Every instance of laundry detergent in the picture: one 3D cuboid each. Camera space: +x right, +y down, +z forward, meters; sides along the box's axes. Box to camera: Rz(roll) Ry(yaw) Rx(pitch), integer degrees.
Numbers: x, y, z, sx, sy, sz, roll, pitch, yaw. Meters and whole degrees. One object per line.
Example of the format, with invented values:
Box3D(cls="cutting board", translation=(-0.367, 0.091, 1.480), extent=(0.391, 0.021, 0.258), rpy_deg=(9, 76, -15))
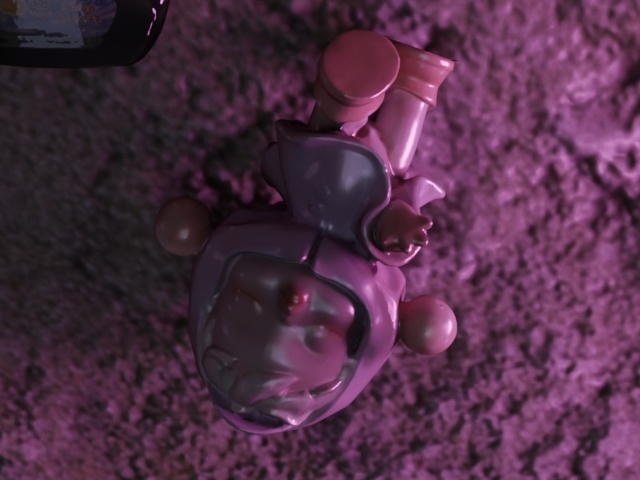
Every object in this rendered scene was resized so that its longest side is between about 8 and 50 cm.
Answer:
Box3D(cls="laundry detergent", translation=(-0.153, -0.212, 0.575), extent=(0.144, 0.078, 0.222), rpy_deg=(2, 114, -5))

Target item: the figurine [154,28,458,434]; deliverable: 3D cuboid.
Box3D(cls="figurine", translation=(0.000, 0.001, 0.655), extent=(0.200, 0.133, 0.276), rpy_deg=(22, 109, 1))
